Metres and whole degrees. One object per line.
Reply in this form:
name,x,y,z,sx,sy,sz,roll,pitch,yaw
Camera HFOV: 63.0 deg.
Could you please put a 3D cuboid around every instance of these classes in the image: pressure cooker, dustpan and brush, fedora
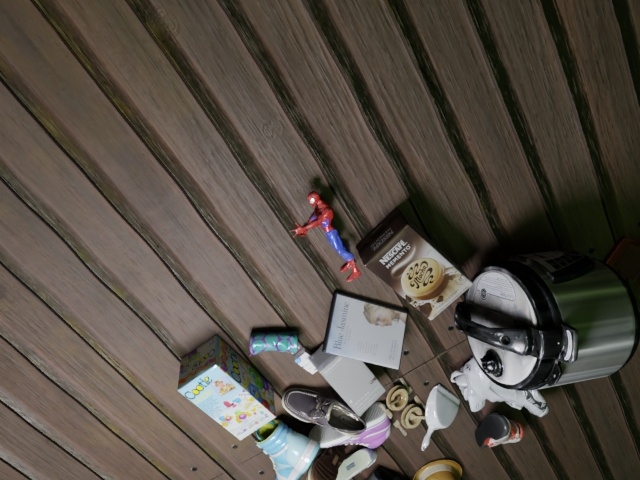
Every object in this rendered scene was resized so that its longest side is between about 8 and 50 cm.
pressure cooker,0.606,0.230,1.463,0.421,0.375,0.369,-4,143,-18
dustpan and brush,0.396,0.618,1.789,0.147,0.211,0.060,40,147,-28
fedora,0.452,0.917,1.976,0.195,0.079,0.194,-4,117,-7

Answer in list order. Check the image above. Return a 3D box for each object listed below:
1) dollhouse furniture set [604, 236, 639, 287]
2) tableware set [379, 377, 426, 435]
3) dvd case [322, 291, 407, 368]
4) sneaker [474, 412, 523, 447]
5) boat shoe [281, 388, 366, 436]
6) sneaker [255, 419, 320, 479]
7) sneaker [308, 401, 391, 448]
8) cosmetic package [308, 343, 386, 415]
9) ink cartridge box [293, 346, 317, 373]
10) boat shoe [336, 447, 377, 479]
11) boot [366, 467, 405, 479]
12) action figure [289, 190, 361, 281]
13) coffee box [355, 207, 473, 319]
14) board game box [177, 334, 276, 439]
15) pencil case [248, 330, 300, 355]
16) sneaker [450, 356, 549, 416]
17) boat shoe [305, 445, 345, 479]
dollhouse furniture set,0.948,0.197,1.629,0.152,0.201,0.373,21,110,-19
tableware set,0.290,0.567,1.759,0.128,0.039,0.194,-47,119,-19
dvd case,0.138,0.270,1.563,0.253,0.022,0.180,17,73,-17
sneaker,0.650,0.656,1.832,0.145,0.090,0.270,-8,147,-9
boat shoe,0.018,0.543,1.663,0.286,0.102,0.092,26,151,-4
sneaker,-0.139,0.707,1.756,0.208,0.127,0.318,33,133,6
sneaker,0.109,0.672,1.781,0.282,0.102,0.160,-17,121,-1
cosmetic package,0.085,0.418,1.631,0.127,0.107,0.238,-42,120,-8
ink cartridge box,-0.038,0.379,1.643,0.048,0.028,0.083,-42,116,11
boat shoe,0.112,0.802,1.853,0.227,0.079,0.081,-40,148,28
boot,0.092,1.015,1.920,0.367,0.146,0.445,28,113,-32
action figure,0.000,0.000,1.421,0.139,0.091,0.280,-26,119,-6
coffee box,0.266,0.071,1.490,0.297,0.118,0.168,38,105,-25
board game box,-0.277,0.443,1.569,0.144,0.142,0.275,-35,117,9
pencil case,-0.139,0.309,1.570,0.152,0.064,0.070,1,91,-10
sneaker,0.601,0.505,1.766,0.210,0.137,0.366,-38,112,11
boat shoe,0.005,0.766,1.736,0.095,0.257,0.095,-42,76,18
